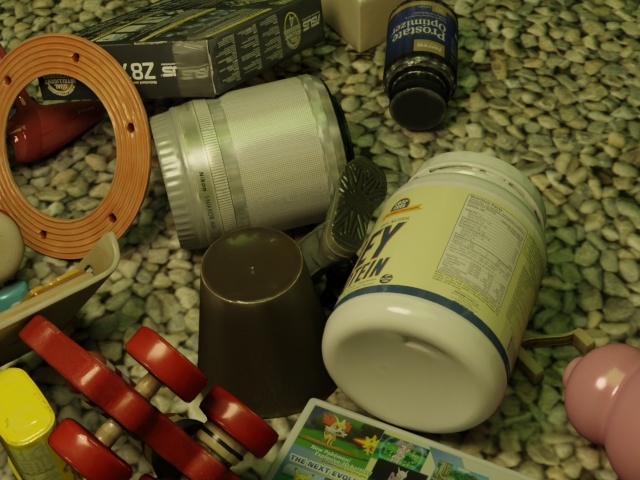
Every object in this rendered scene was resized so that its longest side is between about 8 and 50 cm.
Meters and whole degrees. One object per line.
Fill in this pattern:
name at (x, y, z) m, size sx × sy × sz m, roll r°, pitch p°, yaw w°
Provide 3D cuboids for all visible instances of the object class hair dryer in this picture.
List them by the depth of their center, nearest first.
hair dryer at (-0.489, -0.237, 1.848) m, size 0.294 × 0.080 × 0.223 m, roll 18°, pitch 73°, yaw -31°

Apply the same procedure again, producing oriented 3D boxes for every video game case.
video game case at (0.069, 0.360, 1.353) m, size 0.329 × 0.036 × 0.300 m, roll 17°, pitch 52°, yaw 21°

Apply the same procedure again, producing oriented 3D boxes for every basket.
basket at (-0.078, 0.104, 1.471) m, size 0.204 × 0.226 × 0.154 m, roll -4°, pitch 48°, yaw 3°

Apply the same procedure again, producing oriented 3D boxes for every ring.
ring at (-0.384, -0.140, 1.697) m, size 0.337 × 0.336 × 0.032 m, roll 23°, pitch 19°, yaw 24°

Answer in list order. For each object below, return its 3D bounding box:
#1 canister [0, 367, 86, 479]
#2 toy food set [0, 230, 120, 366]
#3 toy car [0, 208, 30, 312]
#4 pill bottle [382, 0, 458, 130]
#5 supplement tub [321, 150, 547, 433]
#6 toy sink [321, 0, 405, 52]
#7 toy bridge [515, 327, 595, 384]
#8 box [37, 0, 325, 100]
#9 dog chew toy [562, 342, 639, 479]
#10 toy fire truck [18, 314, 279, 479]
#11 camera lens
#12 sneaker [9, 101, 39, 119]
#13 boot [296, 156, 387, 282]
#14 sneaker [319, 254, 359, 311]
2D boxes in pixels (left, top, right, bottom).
canister at (-0.354, 0.250, 1.402) m, size 0.073 × 0.170 × 0.126 m, roll -31°, pitch 52°, yaw -21°
toy food set at (-0.419, 0.094, 1.465) m, size 0.306 × 0.220 × 0.092 m, roll -30°, pitch 82°, yaw -45°
toy car at (-0.545, 0.003, 1.667) m, size 0.210 × 0.219 × 0.238 m, roll -20°, pitch 20°, yaw -11°
pill bottle at (0.166, -0.290, 1.874) m, size 0.123 × 0.122 × 0.219 m, roll 1°, pitch 50°, yaw 7°
supplement tub at (0.161, 0.061, 1.476) m, size 0.236 × 0.235 × 0.324 m, roll 13°, pitch 47°, yaw 17°
toy sink at (0.064, -0.470, 2.045) m, size 0.153 × 0.131 × 0.234 m, roll -30°, pitch 57°, yaw -20°
toy bridge at (0.273, 0.164, 1.516) m, size 0.188 × 0.026 × 0.063 m, roll -26°, pitch 48°, yaw -17°
box at (-0.215, -0.320, 1.825) m, size 0.318 × 0.097 × 0.395 m, roll 1°, pitch 22°, yaw 25°
dog chew toy at (0.432, 0.228, 1.334) m, size 0.207 × 0.206 × 0.332 m, roll -39°, pitch 48°, yaw -26°
toy fire truck at (-0.211, 0.212, 1.359) m, size 0.169 × 0.302 × 0.254 m, roll -51°, pitch 31°, yaw -10°
camera lens at (-0.097, -0.117, 1.677) m, size 0.274 × 0.219 × 0.219 m, roll -13°, pitch 48°, yaw -7°
sneaker at (-0.559, -0.178, 1.890) m, size 0.211 × 0.080 × 0.081 m, roll -22°, pitch 88°, yaw -26°
boot at (-0.002, -0.002, 1.583) m, size 0.076 × 0.208 × 0.189 m, roll 34°, pitch 50°, yaw -8°
sneaker at (0.027, 0.060, 1.618) m, size 0.089 × 0.051 × 0.170 m, roll -32°, pitch 56°, yaw -28°
